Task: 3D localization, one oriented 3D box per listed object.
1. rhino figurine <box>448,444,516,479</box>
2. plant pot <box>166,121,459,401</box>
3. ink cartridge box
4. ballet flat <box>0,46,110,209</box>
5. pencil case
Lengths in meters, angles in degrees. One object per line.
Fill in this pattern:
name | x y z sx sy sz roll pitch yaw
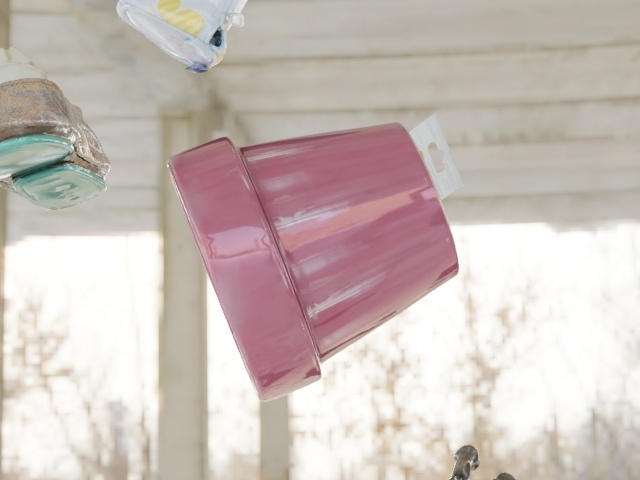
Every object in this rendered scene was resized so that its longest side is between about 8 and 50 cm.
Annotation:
rhino figurine | 0.145 0.320 1.596 0.073 0.243 0.106 0 19 19
plant pot | 0.000 0.000 1.327 0.180 0.201 0.201 -21 -10 -4
ink cartridge box | 0.110 -0.062 2.289 0.179 0.145 0.045 -35 -45 19
ballet flat | -0.243 -0.094 1.385 0.107 0.106 0.316 -18 -6 -2
pencil case | -0.088 -0.302 1.682 0.113 0.273 0.124 35 -14 -33
